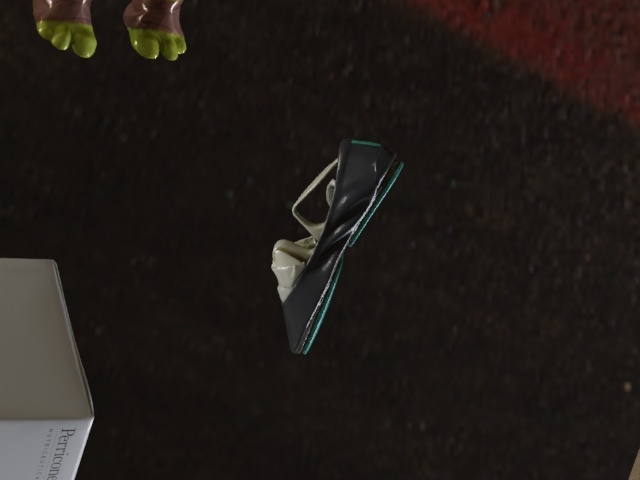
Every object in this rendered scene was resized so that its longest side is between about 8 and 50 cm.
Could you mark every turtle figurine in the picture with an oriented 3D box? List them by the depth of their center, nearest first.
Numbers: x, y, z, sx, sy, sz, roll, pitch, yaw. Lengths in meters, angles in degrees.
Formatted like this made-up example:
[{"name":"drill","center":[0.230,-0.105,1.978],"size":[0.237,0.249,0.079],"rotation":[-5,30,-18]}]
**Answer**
[{"name":"turtle figurine","center":[-0.098,-0.210,1.146],"size":[0.087,0.269,0.217],"rotation":[51,127,20]}]

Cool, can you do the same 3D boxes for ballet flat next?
[{"name":"ballet flat","center":[0.000,0.000,1.637],"size":[0.074,0.074,0.203],"rotation":[22,108,-13]}]

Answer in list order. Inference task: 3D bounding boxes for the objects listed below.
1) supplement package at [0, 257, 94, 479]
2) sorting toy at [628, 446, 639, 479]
[{"name":"supplement package","center":[-0.341,0.129,1.422],"size":[0.292,0.175,0.178],"rotation":[1,132,-23]},{"name":"sorting toy","center":[0.232,0.189,0.939],"size":[0.193,0.208,0.038],"rotation":[18,157,14]}]
